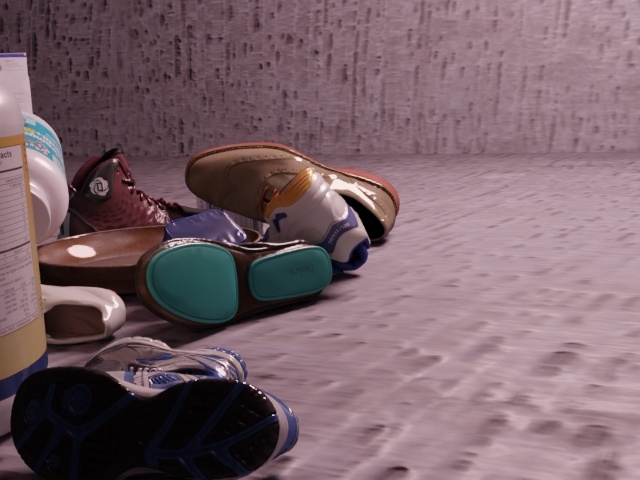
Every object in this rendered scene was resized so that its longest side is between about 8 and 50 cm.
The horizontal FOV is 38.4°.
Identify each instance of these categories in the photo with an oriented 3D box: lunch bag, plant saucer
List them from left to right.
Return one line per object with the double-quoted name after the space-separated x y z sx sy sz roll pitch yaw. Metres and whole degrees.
-0.235 0.024 1.252 0.311 0.050 0.310 -2 11 0 "plant saucer"
-0.143 0.014 1.084 0.098 0.065 0.067 -16 49 -33 "lunch bag"

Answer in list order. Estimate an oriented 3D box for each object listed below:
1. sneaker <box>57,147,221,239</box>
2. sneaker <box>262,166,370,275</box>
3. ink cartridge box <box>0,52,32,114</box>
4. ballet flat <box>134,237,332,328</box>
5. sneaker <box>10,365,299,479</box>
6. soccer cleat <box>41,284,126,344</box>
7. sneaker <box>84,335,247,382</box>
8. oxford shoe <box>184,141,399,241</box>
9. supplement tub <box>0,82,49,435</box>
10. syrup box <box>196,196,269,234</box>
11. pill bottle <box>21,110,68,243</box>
-0.279 -0.068 1.454 0.282 0.162 0.106 -10 12 -33 "sneaker"
0.000 0.000 1.230 0.112 0.131 0.296 -46 -6 -2 "sneaker"
-0.647 -0.198 1.803 0.166 0.332 0.065 -7 12 -31 "ink cartridge box"
-0.107 0.047 1.004 0.096 0.095 0.281 -7 -5 41 "ballet flat"
-0.113 0.127 0.614 0.211 0.080 0.081 2 -10 23 "sneaker"
-0.301 0.075 0.944 0.196 0.068 0.076 0 13 -1 "soccer cleat"
-0.130 0.110 0.737 0.135 0.052 0.058 -2 14 7 "sneaker"
-0.049 -0.073 1.438 0.349 0.122 0.130 8 22 4 "oxford shoe"
-0.337 -0.010 0.700 0.229 0.316 0.228 -3 10 1 "supplement tub"
-0.130 -0.073 1.639 0.096 0.093 0.237 -10 13 -35 "syrup box"
-0.432 -0.080 1.293 0.146 0.146 0.264 -6 27 -17 "pill bottle"
